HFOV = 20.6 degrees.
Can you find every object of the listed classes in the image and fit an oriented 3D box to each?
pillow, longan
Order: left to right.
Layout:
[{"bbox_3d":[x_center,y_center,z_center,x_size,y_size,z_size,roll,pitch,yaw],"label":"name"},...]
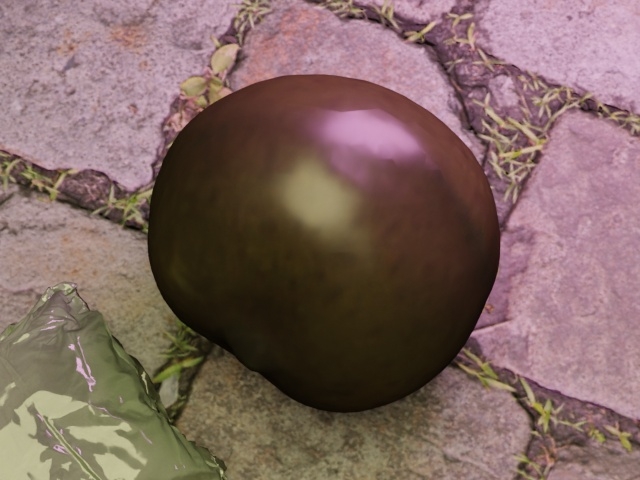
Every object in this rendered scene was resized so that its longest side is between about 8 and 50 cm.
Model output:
[{"bbox_3d":[-0.290,0.234,1.820,0.310,0.138,0.283,-40,74,-14],"label":"pillow"},{"bbox_3d":[0.000,0.000,1.803,0.361,0.361,0.361,-1,70,2],"label":"longan"}]
